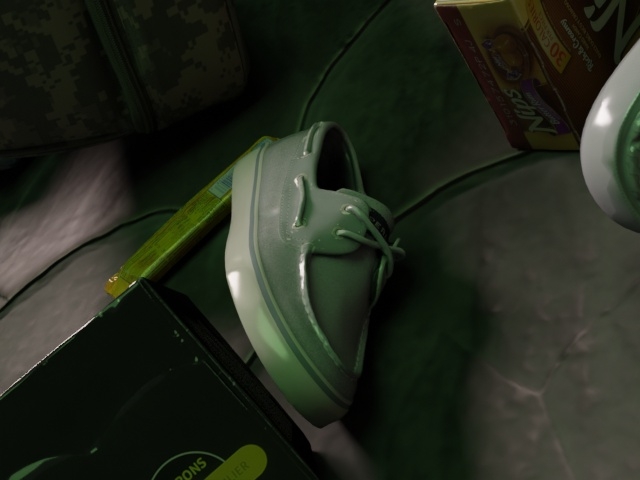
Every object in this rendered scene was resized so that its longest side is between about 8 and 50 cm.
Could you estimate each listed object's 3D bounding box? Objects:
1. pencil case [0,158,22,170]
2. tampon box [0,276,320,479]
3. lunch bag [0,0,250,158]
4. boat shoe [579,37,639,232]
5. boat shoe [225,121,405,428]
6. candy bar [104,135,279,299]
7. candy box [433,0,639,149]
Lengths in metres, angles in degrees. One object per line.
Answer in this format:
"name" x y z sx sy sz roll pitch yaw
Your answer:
"pencil case" -0.407 -0.086 0.957 0.273 0.114 0.124 -19 20 22
"tampon box" -0.077 0.095 0.421 0.120 0.101 0.161 -41 -3 -5
"lunch bag" -0.221 -0.203 0.804 0.256 0.213 0.305 -23 37 -6
"boat shoe" 0.228 -0.105 0.471 0.302 0.109 0.094 -37 19 -15
"boat shoe" 0.001 0.000 0.545 0.081 0.079 0.228 -32 33 15
"candy bar" -0.082 -0.015 0.684 0.161 0.018 0.040 -43 40 -9
"candy box" 0.147 -0.155 0.569 0.053 0.109 0.187 8 56 45
